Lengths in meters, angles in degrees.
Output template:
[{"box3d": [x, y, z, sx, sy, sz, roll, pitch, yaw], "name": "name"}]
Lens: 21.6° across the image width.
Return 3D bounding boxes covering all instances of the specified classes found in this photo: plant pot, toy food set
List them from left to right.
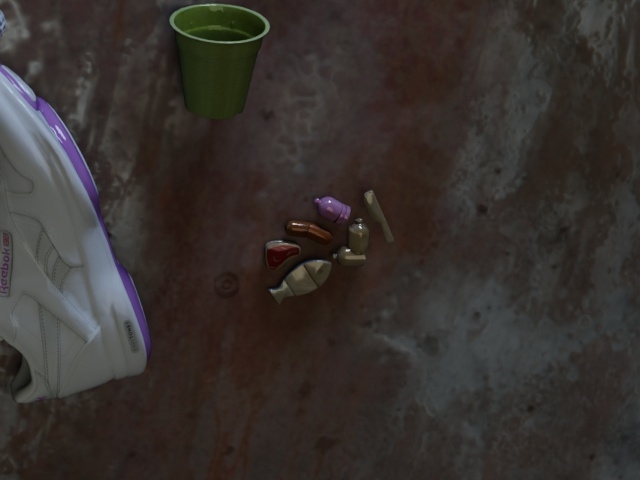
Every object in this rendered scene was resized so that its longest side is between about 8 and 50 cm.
[{"box3d": [-0.088, -0.147, 1.408, 0.083, 0.083, 0.079, -3, 121, -16], "name": "plant pot"}, {"box3d": [0.000, 0.000, 1.511, 0.122, 0.019, 0.078, -24, 113, 0], "name": "toy food set"}]

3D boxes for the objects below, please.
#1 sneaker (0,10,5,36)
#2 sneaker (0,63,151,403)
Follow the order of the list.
[{"box3d": [-0.437, -0.123, 1.279, 0.366, 0.137, 0.210, -38, 103, 8], "name": "sneaker"}, {"box3d": [-0.247, 0.004, 1.383, 0.152, 0.114, 0.305, -22, 113, -10], "name": "sneaker"}]
